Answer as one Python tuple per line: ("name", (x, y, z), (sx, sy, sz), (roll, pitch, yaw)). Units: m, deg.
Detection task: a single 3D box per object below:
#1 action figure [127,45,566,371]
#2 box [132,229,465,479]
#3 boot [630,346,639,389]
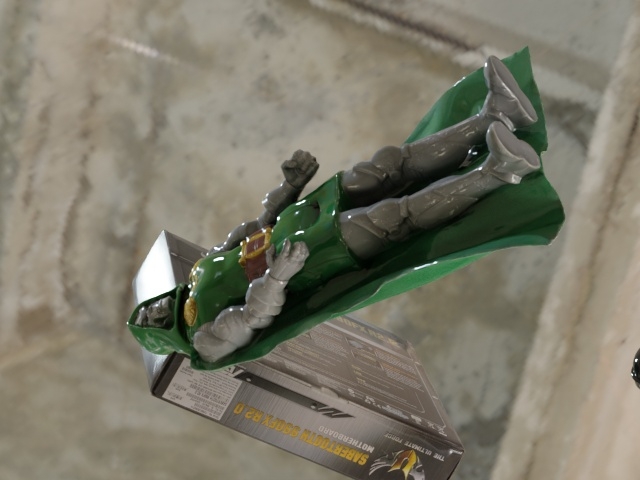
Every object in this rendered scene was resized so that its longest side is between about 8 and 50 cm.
("action figure", (0.000, 0.000, 0.788), (0.232, 0.137, 0.063), (-31, -59, 26))
("box", (-0.022, 0.092, 1.240), (0.231, 0.183, 0.056), (25, -74, -20))
("boot", (0.236, 0.032, 1.023), (0.121, 0.045, 0.099), (-21, -62, 8))
